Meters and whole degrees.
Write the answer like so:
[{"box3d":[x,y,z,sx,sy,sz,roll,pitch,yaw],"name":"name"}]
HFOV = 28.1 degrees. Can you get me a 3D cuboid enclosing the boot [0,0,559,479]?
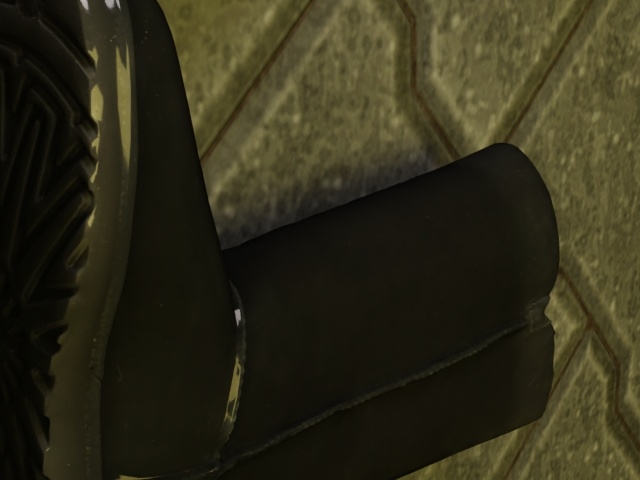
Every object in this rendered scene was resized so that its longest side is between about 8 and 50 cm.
[{"box3d":[-0.001,0.002,0.764,0.445,0.146,0.367,-13,122,-42],"name":"boot"}]
